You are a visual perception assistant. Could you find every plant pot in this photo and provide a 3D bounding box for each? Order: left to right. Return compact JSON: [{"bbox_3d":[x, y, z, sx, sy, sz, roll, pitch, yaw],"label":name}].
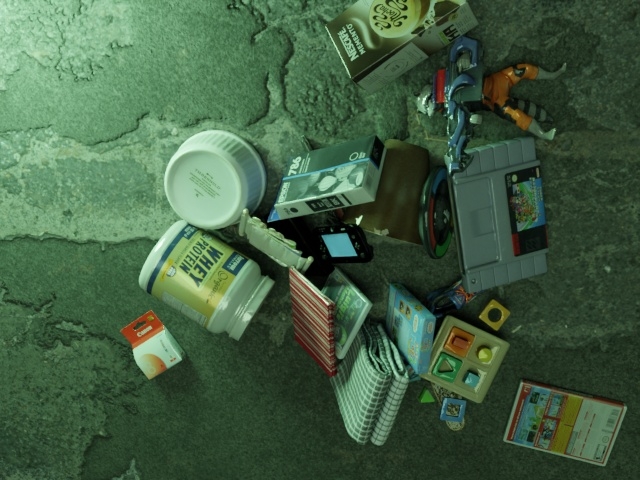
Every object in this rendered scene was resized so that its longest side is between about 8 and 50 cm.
[{"bbox_3d":[0.185,-0.128,1.619,0.215,0.215,0.230,17,95,7],"label":"plant pot"}]

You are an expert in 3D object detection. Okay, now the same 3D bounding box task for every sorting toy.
[{"bbox_3d":[0.379,0.312,1.693,0.196,0.047,0.347,24,93,-5],"label":"sorting toy"}]

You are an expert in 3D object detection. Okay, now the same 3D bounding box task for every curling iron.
[{"bbox_3d":[0.001,-0.149,1.726,0.068,0.035,0.274,-17,105,17],"label":"curling iron"}]

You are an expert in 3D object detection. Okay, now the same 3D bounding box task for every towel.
[{"bbox_3d":[-0.019,0.223,1.770,0.199,0.031,0.275,39,143,43],"label":"towel"},{"bbox_3d":[0.125,0.369,1.745,0.121,0.283,0.235,7,114,-15],"label":"towel"}]

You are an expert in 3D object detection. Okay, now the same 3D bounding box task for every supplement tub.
[{"bbox_3d":[-0.306,0.112,1.783,0.316,0.228,0.228,31,113,0],"label":"supplement tub"}]

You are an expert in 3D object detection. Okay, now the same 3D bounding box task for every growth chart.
[{"bbox_3d":[-0.123,0.012,1.739,0.237,0.021,0.172,36,153,-4],"label":"growth chart"}]

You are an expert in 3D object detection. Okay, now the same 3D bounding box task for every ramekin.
[{"bbox_3d":[-0.291,-0.153,1.741,0.273,0.127,0.273,4,110,12],"label":"ramekin"}]

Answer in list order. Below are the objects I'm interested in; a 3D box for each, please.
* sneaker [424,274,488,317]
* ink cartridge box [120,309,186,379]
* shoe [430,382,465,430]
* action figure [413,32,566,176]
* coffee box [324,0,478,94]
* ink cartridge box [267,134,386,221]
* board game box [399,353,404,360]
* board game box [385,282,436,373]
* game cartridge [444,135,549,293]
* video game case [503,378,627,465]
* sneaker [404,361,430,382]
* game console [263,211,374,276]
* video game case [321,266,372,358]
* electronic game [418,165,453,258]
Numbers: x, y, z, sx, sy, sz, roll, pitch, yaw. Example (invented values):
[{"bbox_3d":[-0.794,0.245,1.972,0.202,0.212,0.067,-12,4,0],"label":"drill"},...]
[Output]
[{"bbox_3d":[0.374,0.143,1.718,0.221,0.087,0.083,-39,98,22],"label":"sneaker"},{"bbox_3d":[-0.523,0.324,2.007,0.145,0.045,0.179,-32,102,20],"label":"ink cartridge box"},{"bbox_3d":[0.356,0.422,1.829,0.076,0.058,0.219,-13,88,13],"label":"shoe"},{"bbox_3d":[0.380,-0.295,1.518,0.330,0.178,0.341,10,84,14],"label":"action figure"},{"bbox_3d":[0.182,-0.494,1.487,0.297,0.119,0.168,-31,70,20],"label":"coffee box"},{"bbox_3d":[-0.004,-0.149,1.604,0.333,0.165,0.065,-11,141,36],"label":"ink cartridge box"},{"bbox_3d":[0.215,0.326,1.816,0.020,0.090,0.090,34,113,-3],"label":"board game box"},{"bbox_3d":[0.232,0.228,1.719,0.039,0.211,0.160,-2,111,-17],"label":"board game box"},{"bbox_3d":[0.441,-0.062,1.602,0.230,0.068,0.355,-13,107,-5],"label":"game cartridge"},{"bbox_3d":[0.676,0.508,1.812,0.285,0.025,0.204,12,112,8],"label":"video game case"},{"bbox_3d":[0.321,0.347,1.756,0.262,0.104,0.125,-32,77,10],"label":"sneaker"},{"bbox_3d":[0.000,0.000,1.661,0.361,0.044,0.213,-5,124,56],"label":"game console"},{"bbox_3d":[0.049,0.197,1.786,0.173,0.022,0.190,46,120,41],"label":"video game case"},{"bbox_3d":[0.290,-0.068,1.587,0.048,0.229,0.229,4,111,26],"label":"electronic game"}]
